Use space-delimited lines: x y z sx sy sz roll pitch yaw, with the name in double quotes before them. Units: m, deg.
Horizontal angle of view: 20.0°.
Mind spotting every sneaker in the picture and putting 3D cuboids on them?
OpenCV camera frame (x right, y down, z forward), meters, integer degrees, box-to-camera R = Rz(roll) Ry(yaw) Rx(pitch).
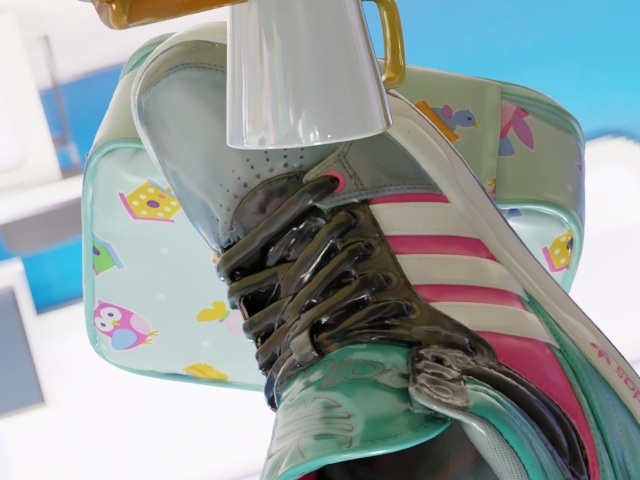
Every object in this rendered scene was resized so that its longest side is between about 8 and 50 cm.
"sneaker" 0.006 0.044 0.719 0.124 0.295 0.178 -48 175 30

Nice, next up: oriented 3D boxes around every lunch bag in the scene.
"lunch bag" 0.000 0.000 1.022 0.279 0.108 0.224 9 141 1

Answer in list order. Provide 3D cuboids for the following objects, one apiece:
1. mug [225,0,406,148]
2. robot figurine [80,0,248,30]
"mug" -0.006 -0.071 0.673 0.062 0.064 0.078 -5 -169 14
"robot figurine" -0.133 -0.113 0.565 0.291 0.085 0.211 -2 -164 -3
